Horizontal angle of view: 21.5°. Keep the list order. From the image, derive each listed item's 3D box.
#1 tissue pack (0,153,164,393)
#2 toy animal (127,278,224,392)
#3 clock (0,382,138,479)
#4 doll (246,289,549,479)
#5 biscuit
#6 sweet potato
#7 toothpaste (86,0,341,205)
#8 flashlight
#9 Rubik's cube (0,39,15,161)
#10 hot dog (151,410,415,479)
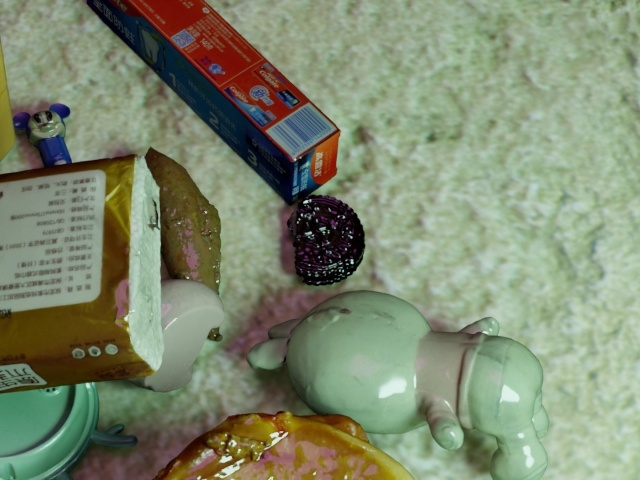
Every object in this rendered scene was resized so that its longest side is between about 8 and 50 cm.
[{"bbox_3d":[-0.242,0.031,1.372,0.226,0.092,0.183,-7,63,9],"label":"tissue pack"},{"bbox_3d":[-0.190,0.038,1.474,0.212,0.124,0.124,35,62,25],"label":"toy animal"},{"bbox_3d":[-0.261,0.142,1.427,0.211,0.066,0.159,28,61,13],"label":"clock"},{"bbox_3d":[0.076,0.108,1.437,0.275,0.113,0.155,21,41,12],"label":"doll"},{"bbox_3d":[0.000,0.000,1.556,0.087,0.027,0.089,37,63,18],"label":"biscuit"},{"bbox_3d":[-0.120,-0.002,1.533,0.068,0.060,0.206,-8,66,-18],"label":"sweet potato"},{"bbox_3d":[-0.109,-0.170,1.629,0.066,0.076,0.320,-35,66,-23],"label":"toothpaste"},{"bbox_3d":[-0.249,-0.081,1.586,0.057,0.035,0.121,-16,59,-14],"label":"flashlight"},{"bbox_3d":[-0.469,-0.128,1.453,0.290,0.291,0.291,27,59,13],"label":"Rubik's cube"},{"bbox_3d":[-0.056,0.222,1.344,0.257,0.150,0.153,-25,71,-18],"label":"hot dog"}]
